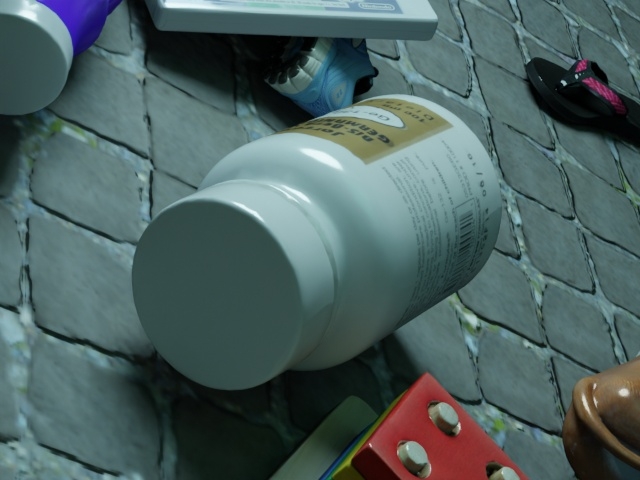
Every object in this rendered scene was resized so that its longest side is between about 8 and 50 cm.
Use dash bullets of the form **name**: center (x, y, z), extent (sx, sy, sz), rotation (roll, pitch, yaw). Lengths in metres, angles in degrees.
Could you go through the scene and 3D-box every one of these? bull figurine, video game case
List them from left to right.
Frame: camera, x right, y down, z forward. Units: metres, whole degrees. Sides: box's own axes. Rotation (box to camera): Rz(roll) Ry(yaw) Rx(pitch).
- **video game case**: center (-0.040, -0.204, 1.163), extent (0.201, 0.023, 0.183), rotation (-1, 45, -25)
- **bull figurine**: center (0.258, 0.131, 1.130), extent (0.188, 0.101, 0.310), rotation (56, 32, 13)

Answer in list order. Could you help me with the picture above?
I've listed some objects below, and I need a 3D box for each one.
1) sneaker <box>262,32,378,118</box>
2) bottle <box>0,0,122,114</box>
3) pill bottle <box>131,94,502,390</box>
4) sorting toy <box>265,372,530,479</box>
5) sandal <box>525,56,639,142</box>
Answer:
- **sneaker**: center (0.006, -0.133, 1.196), extent (0.073, 0.063, 0.162), rotation (49, 34, -24)
- **bottle**: center (-0.163, -0.181, 0.999), extent (0.118, 0.092, 0.283), rotation (33, 33, -25)
- **pill bottle**: center (0.000, 0.000, 0.945), extent (0.131, 0.131, 0.229), rotation (50, 31, 8)
- **sorting toy**: center (0.068, 0.206, 0.826), extent (0.255, 0.089, 0.257), rotation (47, 31, 2)
- **sandal**: center (0.243, -0.129, 1.475), extent (0.179, 0.040, 0.067), rotation (14, 43, -41)
